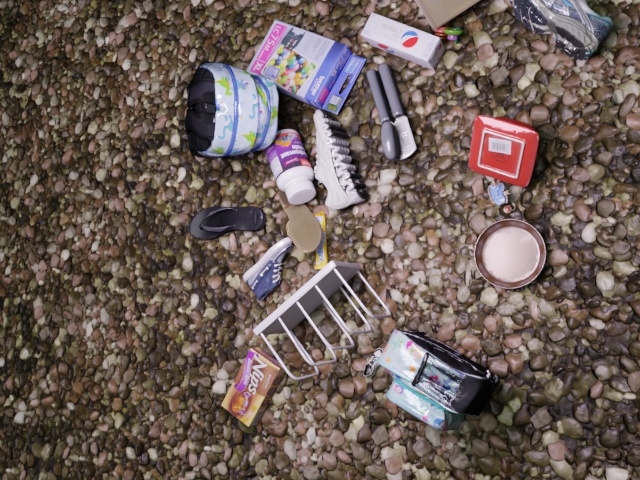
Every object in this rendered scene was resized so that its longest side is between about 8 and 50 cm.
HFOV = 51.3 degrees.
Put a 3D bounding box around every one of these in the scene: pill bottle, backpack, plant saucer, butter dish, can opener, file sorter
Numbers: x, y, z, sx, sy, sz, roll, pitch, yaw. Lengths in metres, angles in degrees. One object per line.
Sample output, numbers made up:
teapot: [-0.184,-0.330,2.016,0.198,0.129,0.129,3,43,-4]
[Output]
pill bottle: [-0.080,-0.201,1.839,0.108,0.108,0.194,-29,66,19]
backpack: [-0.253,-0.355,1.825,0.273,0.355,0.291,7,96,-6]
plant saucer: [0.457,0.033,1.605,0.168,0.029,0.169,-4,80,24]
backpack: [0.257,0.319,1.552,0.253,0.225,0.191,34,92,29]
butter dish: [0.455,-0.233,1.604,0.160,0.118,0.160,23,136,27]
can opener: [0.184,-0.342,1.760,0.074,0.093,0.281,-20,70,22]
file sorter: [0.011,0.208,1.702,0.277,0.192,0.173,-41,71,14]

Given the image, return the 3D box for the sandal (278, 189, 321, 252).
sandal: [-0.056,-0.040,1.841,0.088,0.079,0.240,-15,53,-12]

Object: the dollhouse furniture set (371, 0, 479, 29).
dollhouse furniture set: [0.232,-0.773,1.675,0.362,0.256,0.395,-30,63,18]

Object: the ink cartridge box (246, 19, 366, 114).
ink cartridge box: [-0.044,-0.495,1.891,0.311,0.065,0.186,28,87,23]

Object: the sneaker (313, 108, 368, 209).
sneaker: [0.026,-0.220,1.809,0.118,0.110,0.292,-27,71,29]

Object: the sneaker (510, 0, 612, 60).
sneaker: [0.577,-0.556,1.611,0.122,0.110,0.283,-39,70,-4]

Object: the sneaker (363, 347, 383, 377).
sneaker: [0.137,0.316,1.710,0.031,0.037,0.083,26,92,28]

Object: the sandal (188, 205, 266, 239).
sandal: [-0.282,-0.062,1.951,0.254,0.054,0.097,-9,78,24]

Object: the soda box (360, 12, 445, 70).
soda box: [0.219,-0.530,1.774,0.216,0.074,0.069,31,96,25]

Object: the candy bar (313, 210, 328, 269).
candy bar: [0.000,0.000,1.831,0.040,0.018,0.162,-6,81,24]

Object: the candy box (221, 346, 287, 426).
candy box: [-0.183,0.403,1.839,0.109,0.053,0.187,31,97,26]

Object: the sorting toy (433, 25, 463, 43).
sorting toy: [0.335,-0.531,1.730,0.102,0.061,0.042,-130,37,-57]

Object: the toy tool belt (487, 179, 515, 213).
toy tool belt: [0.439,-0.106,1.621,0.052,0.051,0.083,-27,73,20]

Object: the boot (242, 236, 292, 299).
boot: [-0.128,0.079,1.859,0.190,0.069,0.086,-44,74,22]
